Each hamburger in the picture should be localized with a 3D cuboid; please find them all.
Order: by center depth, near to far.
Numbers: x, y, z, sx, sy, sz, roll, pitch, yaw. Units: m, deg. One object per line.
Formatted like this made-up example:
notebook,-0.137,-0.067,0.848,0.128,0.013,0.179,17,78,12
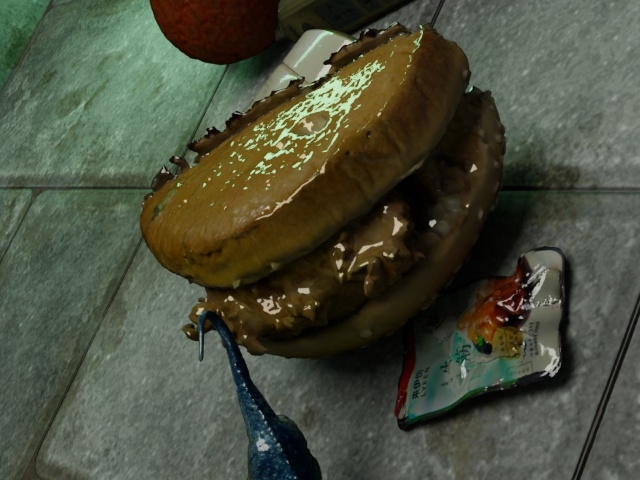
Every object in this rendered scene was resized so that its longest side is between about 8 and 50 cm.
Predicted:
hamburger,0.000,0.000,1.310,0.445,0.268,0.287,-27,33,30

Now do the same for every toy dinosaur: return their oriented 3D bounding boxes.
toy dinosaur,-0.034,0.237,1.227,0.076,0.363,0.147,-26,-6,-15

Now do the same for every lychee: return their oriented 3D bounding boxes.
lychee,-0.147,-0.399,1.913,0.255,0.300,0.255,-8,53,10

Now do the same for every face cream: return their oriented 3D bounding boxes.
face cream,-0.067,-0.157,1.719,0.348,0.081,0.173,-52,33,6

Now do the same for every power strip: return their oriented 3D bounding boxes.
power strip,0.066,-0.365,1.722,0.387,0.092,0.066,-21,44,41

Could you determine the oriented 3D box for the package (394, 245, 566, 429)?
package,0.162,0.099,1.247,0.232,0.040,0.166,-24,42,43
